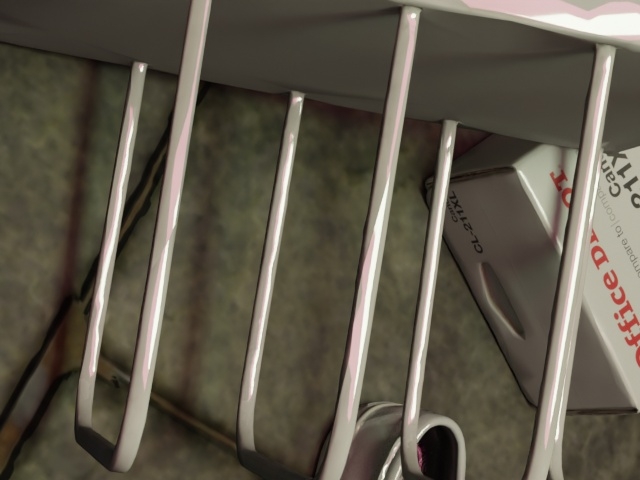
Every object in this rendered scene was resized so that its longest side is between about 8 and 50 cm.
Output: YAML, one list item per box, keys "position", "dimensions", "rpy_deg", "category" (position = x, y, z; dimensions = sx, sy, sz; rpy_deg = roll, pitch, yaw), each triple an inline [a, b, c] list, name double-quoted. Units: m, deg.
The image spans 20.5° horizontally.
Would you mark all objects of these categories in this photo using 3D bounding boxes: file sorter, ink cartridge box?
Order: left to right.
- position: [0.000, 0.000, 0.614]
  dimensions: [0.277, 0.193, 0.173]
  rpy_deg: [9, 85, -12]
  category: "file sorter"
- position: [0.153, -0.017, 0.813]
  dimensions: [0.175, 0.072, 0.127]
  rpy_deg: [-35, 103, -28]
  category: "ink cartridge box"

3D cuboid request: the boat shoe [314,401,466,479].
- position: [0.025, 0.158, 0.727]
  dimensions: [0.066, 0.063, 0.184]
  rpy_deg: [24, 74, -27]
  category: "boat shoe"
